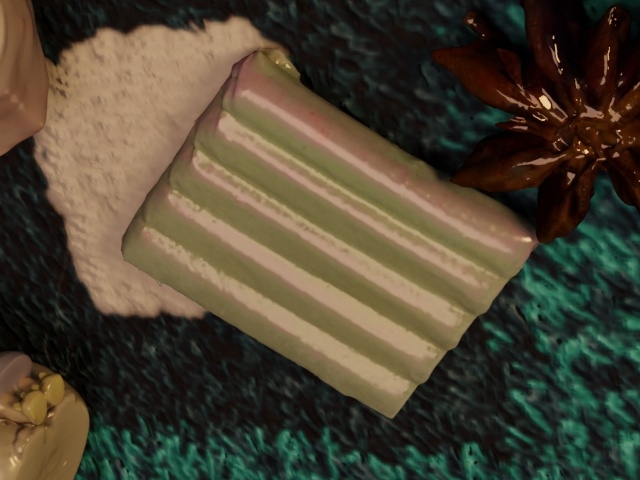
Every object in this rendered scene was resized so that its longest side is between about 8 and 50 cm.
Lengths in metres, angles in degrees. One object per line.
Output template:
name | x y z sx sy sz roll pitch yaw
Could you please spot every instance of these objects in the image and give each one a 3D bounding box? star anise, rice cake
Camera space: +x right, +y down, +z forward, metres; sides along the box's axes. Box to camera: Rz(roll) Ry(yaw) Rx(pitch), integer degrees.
star anise | 0.135 -0.061 0.706 0.168 0.057 0.168 12 124 18
rice cake | 0.000 0.000 0.818 0.198 0.037 0.189 37 128 -1

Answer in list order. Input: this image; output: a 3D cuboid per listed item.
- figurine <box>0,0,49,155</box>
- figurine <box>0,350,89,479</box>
figurine | -0.275 -0.142 0.792 0.276 0.200 0.133 33 173 4
figurine | -0.282 0.105 0.959 0.235 0.127 0.155 21 145 14
